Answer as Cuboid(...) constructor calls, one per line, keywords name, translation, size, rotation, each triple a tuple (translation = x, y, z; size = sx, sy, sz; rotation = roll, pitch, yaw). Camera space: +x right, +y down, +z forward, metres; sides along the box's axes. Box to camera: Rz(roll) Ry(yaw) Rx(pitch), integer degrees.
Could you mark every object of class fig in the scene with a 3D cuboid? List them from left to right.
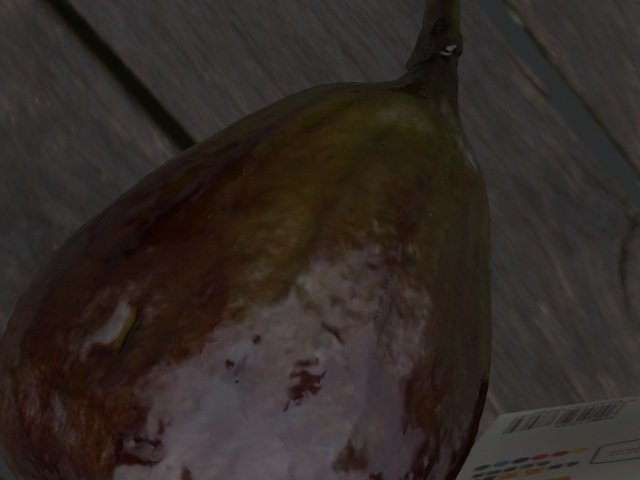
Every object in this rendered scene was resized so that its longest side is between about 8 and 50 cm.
Cuboid(name="fig", translation=(0.001, 0.001, 0.722), size=(0.145, 0.170, 0.274), rotation=(50, 59, -38))

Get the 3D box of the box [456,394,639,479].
Cuboid(name="box", translation=(0.199, 0.138, 1.018), size=(0.274, 0.221, 0.091), rotation=(-10, 97, 22))
